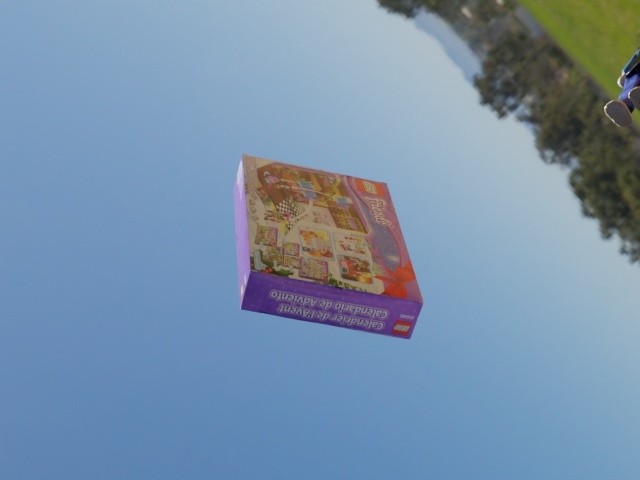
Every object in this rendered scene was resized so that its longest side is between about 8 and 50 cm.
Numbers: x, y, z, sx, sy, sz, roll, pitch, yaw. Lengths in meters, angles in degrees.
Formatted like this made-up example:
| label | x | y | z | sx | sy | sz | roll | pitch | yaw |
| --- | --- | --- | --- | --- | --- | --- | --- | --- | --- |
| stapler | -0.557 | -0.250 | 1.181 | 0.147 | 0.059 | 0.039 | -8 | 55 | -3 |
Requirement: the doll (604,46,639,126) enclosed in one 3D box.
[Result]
| label | x | y | z | sx | sy | sz | roll | pitch | yaw |
| --- | --- | --- | --- | --- | --- | --- | --- | --- | --- |
| doll | 0.424 | -0.223 | 1.378 | 0.046 | 0.129 | 0.189 | 45 | -130 | -14 |

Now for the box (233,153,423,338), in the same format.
| label | x | y | z | sx | sy | sz | roll | pitch | yaw |
| --- | --- | --- | --- | --- | --- | --- | --- | --- | --- |
| box | 0.000 | 0.000 | 1.315 | 0.201 | 0.057 | 0.293 | 11 | -151 | -12 |
